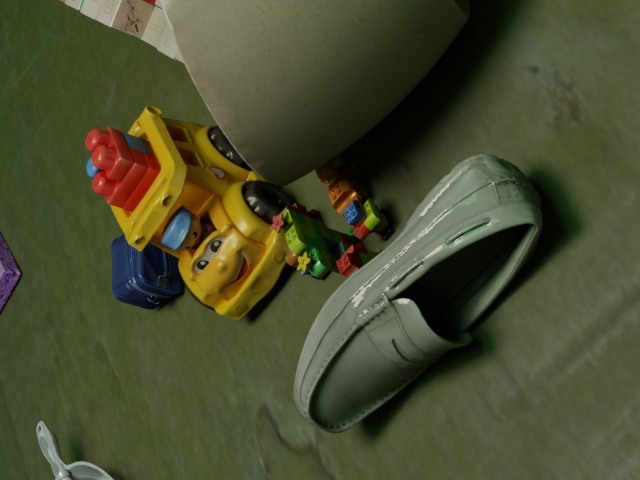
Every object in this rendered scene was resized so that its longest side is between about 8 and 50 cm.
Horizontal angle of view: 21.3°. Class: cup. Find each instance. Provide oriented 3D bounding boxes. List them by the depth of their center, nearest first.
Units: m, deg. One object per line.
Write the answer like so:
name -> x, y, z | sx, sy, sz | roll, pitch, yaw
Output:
cup -> 0.008, -0.248, 1.667 | 0.237, 0.331, 0.331 | -21, 56, 15

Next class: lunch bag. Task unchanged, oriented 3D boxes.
lunch bag -> -0.199, 0.030, 1.974 | 0.065, 0.067, 0.098 | -34, 52, 40

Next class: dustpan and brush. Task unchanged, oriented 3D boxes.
dustpan and brush -> -0.284, 0.294, 1.978 | 0.147, 0.060, 0.211 | -51, 42, 25

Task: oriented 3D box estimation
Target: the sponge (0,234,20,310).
sponge -> -0.485, 0.095, 2.342 | 0.210, 0.031, 0.117 | -58, 39, 18

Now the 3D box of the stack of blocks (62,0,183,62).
stack of blocks -> -0.168, -0.263, 1.971 | 0.297, 0.171, 0.087 | 33, 102, 52

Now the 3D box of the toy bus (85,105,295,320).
toy bus -> -0.155, -0.042, 1.832 | 0.149, 0.211, 0.220 | -52, 43, 22

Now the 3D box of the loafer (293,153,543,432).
loafer -> 0.086, 0.064, 1.562 | 0.319, 0.112, 0.111 | -54, 32, 22

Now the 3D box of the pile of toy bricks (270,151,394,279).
pile of toy bricks -> 0.000, 0.000, 1.702 | 0.118, 0.105, 0.212 | -49, 42, 28
